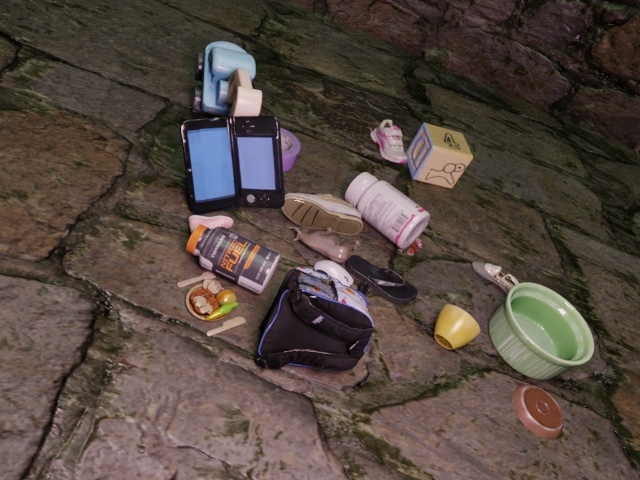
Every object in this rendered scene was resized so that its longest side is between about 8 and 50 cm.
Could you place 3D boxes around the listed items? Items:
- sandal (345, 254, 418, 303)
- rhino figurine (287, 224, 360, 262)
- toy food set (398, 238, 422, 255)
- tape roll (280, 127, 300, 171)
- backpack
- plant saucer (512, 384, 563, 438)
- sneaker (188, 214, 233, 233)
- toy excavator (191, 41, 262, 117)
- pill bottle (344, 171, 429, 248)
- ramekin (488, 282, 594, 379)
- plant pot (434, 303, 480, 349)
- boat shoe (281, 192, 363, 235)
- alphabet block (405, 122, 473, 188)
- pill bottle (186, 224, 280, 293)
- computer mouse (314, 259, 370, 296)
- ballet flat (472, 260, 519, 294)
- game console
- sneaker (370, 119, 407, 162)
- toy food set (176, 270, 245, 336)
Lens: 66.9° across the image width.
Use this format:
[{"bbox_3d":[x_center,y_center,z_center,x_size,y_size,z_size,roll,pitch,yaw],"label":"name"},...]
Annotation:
[{"bbox_3d":[0.200,0.123,1.567,0.255,0.054,0.097,27,42,1],"label":"sandal"},{"bbox_3d":[0.000,0.000,1.572,0.244,0.073,0.106,24,32,16],"label":"rhino figurine"},{"bbox_3d":[0.334,0.014,1.768,0.078,0.019,0.122,30,42,4],"label":"toy food set"},{"bbox_3d":[-0.177,-0.348,1.831,0.189,0.080,0.188,15,43,-14],"label":"tape roll"},{"bbox_3d":[-0.004,0.211,1.250,0.264,0.276,0.213,23,29,-9],"label":"backpack"},{"bbox_3d":[0.652,0.500,1.437,0.169,0.029,0.168,13,43,-13],"label":"plant saucer"},{"bbox_3d":[-0.331,-0.037,1.468,0.135,0.051,0.070,2,49,-20],"label":"sneaker"},{"bbox_3d":[-0.320,-0.563,1.739,0.223,0.445,0.432,5,76,-22],"label":"toy excavator"},{"bbox_3d":[0.234,-0.114,1.735,0.283,0.160,0.160,41,44,22],"label":"pill bottle"},{"bbox_3d":[0.701,0.299,1.570,0.304,0.148,0.303,14,44,-14],"label":"ramekin"},{"bbox_3d":[0.401,0.276,1.478,0.134,0.134,0.095,41,69,15],"label":"plant pot"},{"bbox_3d":[0.001,-0.104,1.662,0.303,0.113,0.103,18,40,-25],"label":"boat shoe"},{"bbox_3d":[0.511,-0.368,2.112,0.197,0.192,0.193,12,46,-17],"label":"alphabet block"},{"bbox_3d":[-0.250,0.044,1.367,0.246,0.130,0.130,25,42,0],"label":"pill bottle"},{"bbox_3d":[0.067,0.118,1.515,0.193,0.042,0.106,35,44,9],"label":"computer mouse"},{"bbox_3d":[0.659,0.132,1.776,0.213,0.068,0.072,42,44,16],"label":"ballet flat"},{"bbox_3d":[-0.262,-0.227,1.488,0.251,0.292,0.173,5,20,22],"label":"game console"},{"bbox_3d":[0.312,-0.443,2.144,0.103,0.111,0.252,-7,52,-31],"label":"sneaker"},{"bbox_3d":[-0.293,0.157,1.300,0.133,0.038,0.192,-19,59,-39],"label":"toy food set"}]
